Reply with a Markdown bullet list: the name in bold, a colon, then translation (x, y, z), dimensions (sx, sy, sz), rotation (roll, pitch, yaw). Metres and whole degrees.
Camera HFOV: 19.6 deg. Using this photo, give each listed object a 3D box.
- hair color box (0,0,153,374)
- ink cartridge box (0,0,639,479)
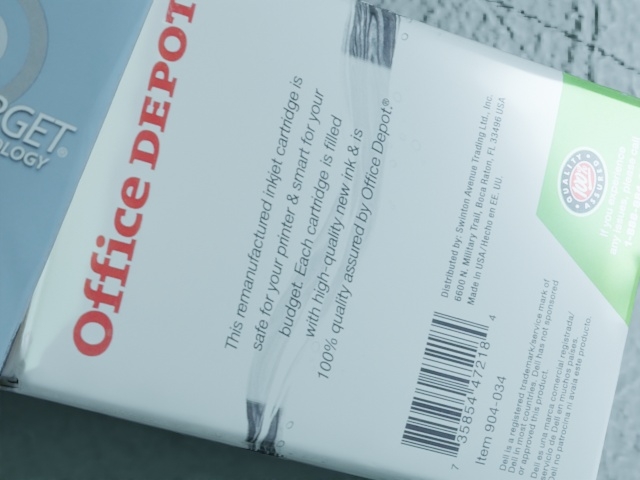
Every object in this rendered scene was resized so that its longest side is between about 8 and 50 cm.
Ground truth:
- **hair color box**: translation (-0.172, -0.025, 0.714), dimensions (0.114, 0.185, 0.374), rotation (22, 89, -22)
- **ink cartridge box**: translation (0.000, 0.000, 0.832), dimensions (0.273, 0.115, 0.198), rotation (17, 83, -22)
